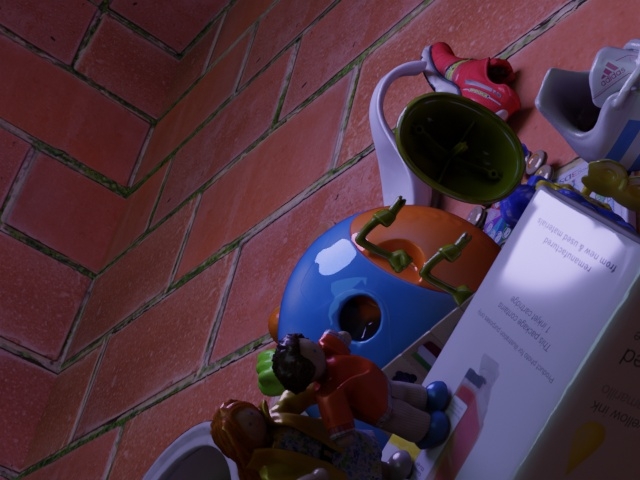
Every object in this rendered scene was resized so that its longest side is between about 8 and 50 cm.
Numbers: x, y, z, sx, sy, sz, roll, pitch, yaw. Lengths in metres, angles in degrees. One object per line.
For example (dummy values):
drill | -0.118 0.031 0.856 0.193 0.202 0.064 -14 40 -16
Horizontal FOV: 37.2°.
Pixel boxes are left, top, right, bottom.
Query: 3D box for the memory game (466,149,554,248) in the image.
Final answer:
memory game | 0.245 -0.041 1.264 0.186 0.012 0.186 -54 20 29

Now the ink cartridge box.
ink cartridge box | 0.206 0.197 0.723 0.384 0.279 0.160 -61 24 10

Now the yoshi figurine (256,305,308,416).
yoshi figurine | -0.007 0.244 1.256 0.362 0.203 0.203 -113 41 -59

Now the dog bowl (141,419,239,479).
dog bowl | -0.167 0.469 1.330 0.408 0.150 0.408 -44 28 30

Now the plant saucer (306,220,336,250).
plant saucer | 0.000 0.000 1.720 0.083 0.013 0.083 -43 29 31

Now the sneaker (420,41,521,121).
sneaker | 0.239 -0.242 1.469 0.118 0.107 0.279 -33 33 11

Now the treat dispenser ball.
treat dispenser ball | 0.095 0.103 1.073 0.288 0.288 0.288 -44 28 31

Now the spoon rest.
spoon rest | 0.120 -0.137 1.460 0.137 0.084 0.276 158 112 -75

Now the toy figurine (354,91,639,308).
toy figurine | 0.221 -0.003 0.975 0.191 0.362 0.217 -64 -1 7

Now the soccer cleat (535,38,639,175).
soccer cleat | 0.325 -0.124 0.835 0.331 0.143 0.116 -6 57 61

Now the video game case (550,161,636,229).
video game case | 0.313 -0.030 1.136 0.143 0.019 0.157 -34 34 45

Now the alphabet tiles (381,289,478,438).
alphabet tiles | 0.175 0.177 0.910 0.198 0.237 0.009 -44 5 28

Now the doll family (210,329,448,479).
doll family | -0.001 0.179 0.617 0.118 0.163 0.263 -50 30 32
